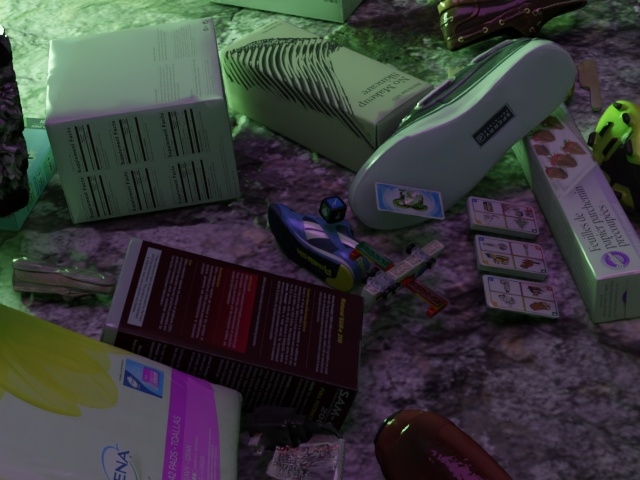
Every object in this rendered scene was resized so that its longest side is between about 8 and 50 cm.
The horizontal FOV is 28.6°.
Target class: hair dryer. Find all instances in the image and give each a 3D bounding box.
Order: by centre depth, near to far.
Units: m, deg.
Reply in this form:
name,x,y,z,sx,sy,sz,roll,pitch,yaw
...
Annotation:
name,x,y,z,sx,sy,sz,roll,pitch,yaw
hair dryer,0.060,0.246,1.072,0.294,0.080,0.223,-3,52,16

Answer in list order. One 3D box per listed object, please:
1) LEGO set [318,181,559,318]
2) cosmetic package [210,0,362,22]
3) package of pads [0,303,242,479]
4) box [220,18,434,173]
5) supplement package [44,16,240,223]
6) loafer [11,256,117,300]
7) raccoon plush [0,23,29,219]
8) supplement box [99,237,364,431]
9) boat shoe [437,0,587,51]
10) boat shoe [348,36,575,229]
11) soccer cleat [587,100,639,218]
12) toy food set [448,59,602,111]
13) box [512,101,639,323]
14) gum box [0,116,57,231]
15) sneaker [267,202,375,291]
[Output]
name,x,y,z,sx,sy,sz,roll,pitch,yaw
LEGO set,0.118,0.017,1.334,0.244,0.060,0.182,9,40,-10
cosmetic package,-0.055,-0.381,1.843,0.239,0.060,0.099,14,45,23
package of pads,-0.213,0.176,1.040,0.297,0.101,0.229,22,27,-14
box,0.008,-0.177,1.558,0.275,0.094,0.113,28,50,36
supplement package,-0.212,-0.146,1.507,0.203,0.149,0.194,-9,39,-2
loafer,-0.281,0.048,1.377,0.125,0.039,0.045,12,9,17
raccoon plush,-0.500,-0.122,1.425,0.299,0.216,0.446,-9,10,-16
supplement box,-0.083,0.090,1.201,0.239,0.073,0.130,15,40,-6
boat shoe,0.264,-0.301,1.701,0.207,0.073,0.073,-12,77,-1
boat shoe,0.149,-0.130,1.437,0.301,0.108,0.102,-41,28,-2
soccer cleat,0.387,-0.059,1.386,0.121,0.093,0.289,15,28,-22
toy food set,0.260,-0.207,1.601,0.192,0.038,0.132,-3,39,5
box,0.281,-0.042,1.377,0.063,0.067,0.324,-10,38,-3
gum box,-0.413,-0.088,1.551,0.157,0.041,0.184,4,41,11
sneaker,0.000,0.000,1.377,0.059,0.053,0.144,-36,56,-27
